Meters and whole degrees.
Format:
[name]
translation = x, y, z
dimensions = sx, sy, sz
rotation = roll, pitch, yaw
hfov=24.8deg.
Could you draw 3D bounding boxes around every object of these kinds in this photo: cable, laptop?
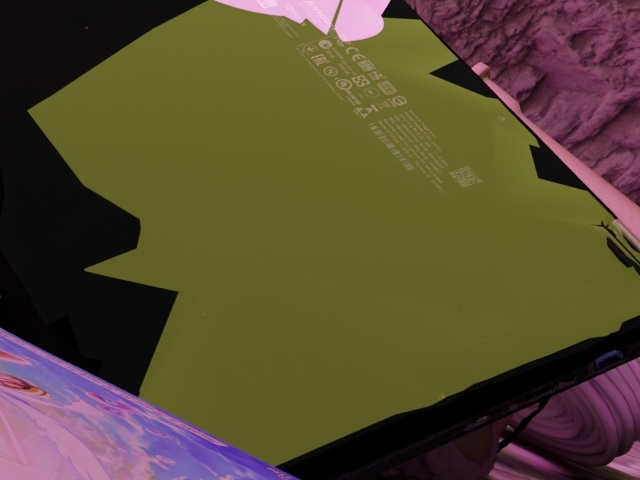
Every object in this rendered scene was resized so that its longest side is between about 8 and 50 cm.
[cable]
translation = 0.150, 0.067, 1.135
dimensions = 0.257, 0.089, 0.257
rotation = 29, -18, 31
[laptop]
translation = 0.000, 0.000, 0.756
dimensions = 0.408, 0.236, 0.382
rotation = -20, 52, -26

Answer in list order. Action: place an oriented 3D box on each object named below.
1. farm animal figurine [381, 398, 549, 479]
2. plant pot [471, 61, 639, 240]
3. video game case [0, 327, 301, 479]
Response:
[farm animal figurine]
translation = 0.007, 0.030, 0.962
dimensions = 0.326, 0.172, 0.330
rotation = 39, 21, 14
[plant pot]
translation = 0.225, 0.022, 1.616
dimensions = 0.305, 0.334, 0.334
rotation = 31, 4, 8
[video game case]
translation = -0.149, 0.053, 0.402
dimensions = 0.269, 0.061, 0.244
rotation = 22, 4, 29
